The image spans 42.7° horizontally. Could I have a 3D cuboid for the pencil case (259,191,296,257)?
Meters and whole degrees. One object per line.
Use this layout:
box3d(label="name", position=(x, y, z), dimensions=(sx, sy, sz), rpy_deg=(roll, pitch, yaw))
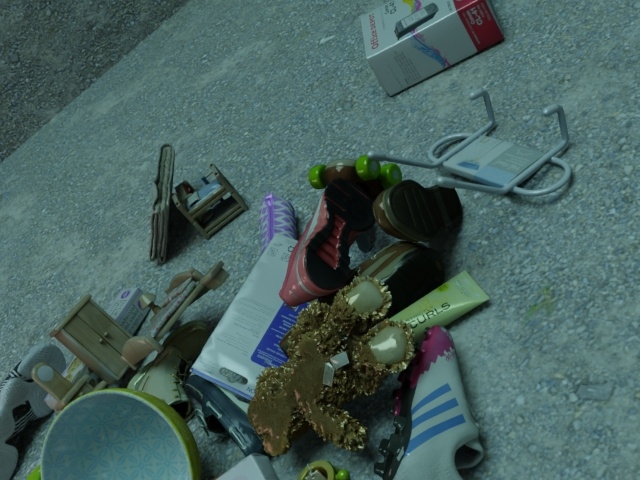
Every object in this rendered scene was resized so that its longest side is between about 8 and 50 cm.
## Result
box3d(label="pencil case", position=(-0.095, -0.007, 1.755), dimensions=(0.086, 0.088, 0.206), rpy_deg=(-28, 36, 17))

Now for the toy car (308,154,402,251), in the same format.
box3d(label="toy car", position=(0.069, -0.065, 1.679), dimensions=(0.155, 0.149, 0.189), rpy_deg=(-8, 74, 40))

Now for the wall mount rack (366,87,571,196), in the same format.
box3d(label="wall mount rack", position=(0.279, -0.165, 1.534), dimensions=(0.304, 0.130, 0.350), rpy_deg=(-35, 33, -19))

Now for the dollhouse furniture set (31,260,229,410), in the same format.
box3d(label="dollhouse furniture set", position=(-0.396, 0.164, 1.631), dimensions=(0.355, 0.174, 0.303), rpy_deg=(-35, 15, 47))

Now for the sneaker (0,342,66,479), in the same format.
box3d(label="sneaker", position=(-0.730, 0.387, 1.832), dimensions=(0.210, 0.137, 0.366), rpy_deg=(-2, 53, 36))

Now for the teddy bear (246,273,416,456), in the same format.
box3d(label="teddy bear", position=(0.023, 0.207, 1.307), dimensions=(0.245, 0.113, 0.338), rpy_deg=(40, 112, 33))

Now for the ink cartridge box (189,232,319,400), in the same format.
box3d(label="ink cartridge box", position=(-0.090, 0.151, 1.540), dimensions=(0.165, 0.065, 0.333), rpy_deg=(23, 61, 17))

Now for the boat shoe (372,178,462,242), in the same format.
box3d(label="boat shoe", position=(0.156, -0.041, 1.454), dimensions=(0.104, 0.307, 0.111), rpy_deg=(-19, 83, 28))

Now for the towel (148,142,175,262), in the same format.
box3d(label="towel", position=(-0.399, -0.095, 2.052), dimensions=(0.049, 0.187, 0.282), rpy_deg=(5, 37, -10))

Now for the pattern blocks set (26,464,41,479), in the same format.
box3d(label="pattern blocks set", position=(-0.477, 0.450, 1.639), dimensions=(0.285, 0.026, 0.325), rpy_deg=(-22, 39, 21))

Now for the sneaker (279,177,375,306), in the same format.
box3d(label="sneaker", position=(-0.001, 0.000, 1.506), dimensions=(0.136, 0.116, 0.314), rpy_deg=(-39, 15, 41))

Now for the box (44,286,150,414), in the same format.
box3d(label="box", position=(-0.488, 0.243, 1.819), dimensions=(0.067, 0.063, 0.324), rpy_deg=(-6, 42, 37))

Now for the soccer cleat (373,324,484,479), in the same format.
box3d(label="soccer cleat", position=(0.178, 0.263, 1.225), dimensions=(0.331, 0.143, 0.116), rpy_deg=(-63, -3, -54))

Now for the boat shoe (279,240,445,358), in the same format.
box3d(label="boat shoe", position=(0.070, 0.113, 1.470), dimensions=(0.324, 0.123, 0.120), rpy_deg=(-33, 30, -6))

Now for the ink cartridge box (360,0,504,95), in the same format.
box3d(label="ink cartridge box", position=(0.261, -0.511, 1.960), dimensions=(0.306, 0.131, 0.226), rpy_deg=(-23, 38, 18))

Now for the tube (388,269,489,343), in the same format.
box3d(label="tube", position=(0.166, 0.137, 1.400), dimensions=(0.240, 0.062, 0.070), rpy_deg=(-32, 76, 1))

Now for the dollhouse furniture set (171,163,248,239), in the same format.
box3d(label="dollhouse furniture set", position=(-0.286, -0.122, 2.010), dimensions=(0.129, 0.129, 0.184), rpy_deg=(-37, 36, 2))

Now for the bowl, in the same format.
box3d(label="bowl", position=(-0.323, 0.390, 1.434), dimensions=(0.289, 0.290, 0.156), rpy_deg=(-28, -6, 14))

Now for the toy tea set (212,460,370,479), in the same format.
box3d(label="toy tea set", position=(-0.060, 0.414, 1.232), dimensions=(0.336, 0.124, 0.200), rpy_deg=(-27, 37, 16))

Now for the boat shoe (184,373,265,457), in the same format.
box3d(label="boat shoe", position=(-0.175, 0.317, 1.469), dimensions=(0.254, 0.095, 0.079), rpy_deg=(26, 62, 40))

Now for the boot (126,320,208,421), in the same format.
box3d(label="boot", position=(-0.281, 0.273, 1.621), dimensions=(0.213, 0.077, 0.165), rpy_deg=(-47, 36, -3))

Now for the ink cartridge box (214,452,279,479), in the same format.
box3d(label="ink cartridge box", position=(-0.105, 0.455, 1.173), dimensions=(0.189, 0.066, 0.232), rpy_deg=(-39, 59, 14))
